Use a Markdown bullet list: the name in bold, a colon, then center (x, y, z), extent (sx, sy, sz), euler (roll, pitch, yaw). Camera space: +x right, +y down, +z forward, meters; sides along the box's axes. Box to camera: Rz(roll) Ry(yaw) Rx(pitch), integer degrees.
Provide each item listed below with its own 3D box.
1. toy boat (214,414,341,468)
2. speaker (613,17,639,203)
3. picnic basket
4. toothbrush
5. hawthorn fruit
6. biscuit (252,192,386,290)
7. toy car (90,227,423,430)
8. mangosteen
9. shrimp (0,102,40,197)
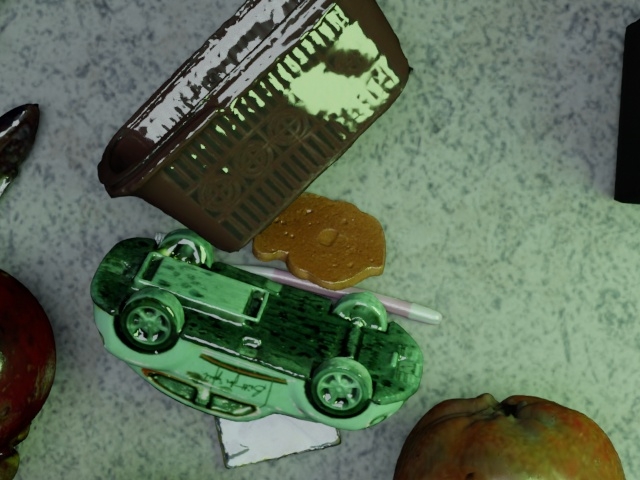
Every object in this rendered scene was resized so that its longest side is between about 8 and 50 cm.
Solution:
- **toy boat**: center (-0.041, 0.176, 1.279), extent (0.115, 0.016, 0.063), euler (-12, 89, 2)
- **speaker**: center (0.404, -0.107, 1.154), extent (0.254, 0.232, 0.184), euler (3, 90, -2)
- **picnic basket**: center (-0.054, -0.120, 1.204), extent (0.297, 0.222, 0.129), euler (-44, 110, 2)
- **toothbrush**: center (-0.023, 0.037, 1.277), extent (0.286, 0.020, 0.025), euler (14, 84, 3)
- **hawthorn fruit**: center (0.168, 0.269, 1.184), extent (0.211, 0.210, 0.262), euler (-8, 101, 3)
- **biscuit**: center (0.000, 0.000, 1.252), extent (0.130, 0.019, 0.102), euler (19, 52, 8)
- **toy car**: center (-0.064, 0.098, 1.224), extent (0.306, 0.136, 0.125), euler (20, 119, -1)
- **mangosteen**: center (-0.343, 0.140, 1.211), extent (0.215, 0.215, 0.257), euler (-2, 116, 3)
- **shrimp**: center (-0.365, -0.148, 1.265), extent (0.445, 0.085, 0.272), euler (-39, 96, 0)
